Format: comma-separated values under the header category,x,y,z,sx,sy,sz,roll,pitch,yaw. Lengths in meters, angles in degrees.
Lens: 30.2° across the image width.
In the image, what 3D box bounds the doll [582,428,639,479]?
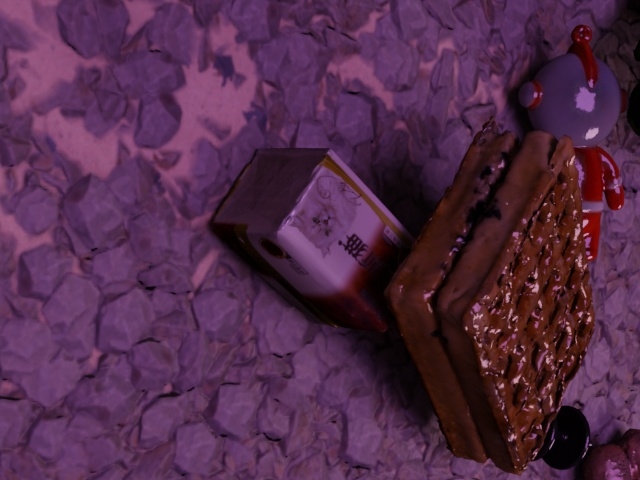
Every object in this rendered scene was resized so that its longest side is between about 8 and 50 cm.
category,x,y,z,sx,sy,sz,roll,pitch,yaw
doll,0.383,0.369,1.325,0.201,0.156,0.303,-18,100,-29

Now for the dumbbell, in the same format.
category,x,y,z,sx,sy,sz,roll,pitch,yaw
dumbbell,0.238,0.202,1.246,0.147,0.069,0.069,19,82,-37

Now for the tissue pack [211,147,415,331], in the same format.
category,x,y,z,sx,sy,sz,roll,pitch,yaw
tissue pack,0.000,0.001,1.019,0.148,0.106,0.099,45,67,-32

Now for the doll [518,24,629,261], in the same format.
category,x,y,z,sx,sy,sz,roll,pitch,yaw
doll,0.256,-0.099,1.227,0.142,0.076,0.245,0,97,-19

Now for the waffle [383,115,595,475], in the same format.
category,x,y,z,sx,sy,sz,roll,pitch,yaw
waffle,0.172,0.063,1.096,0.213,0.091,0.308,-58,148,-26

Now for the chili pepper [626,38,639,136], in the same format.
category,x,y,z,sx,sy,sz,roll,pitch,yaw
chili pepper,0.473,-0.191,1.318,0.384,0.213,0.168,-11,122,-30
